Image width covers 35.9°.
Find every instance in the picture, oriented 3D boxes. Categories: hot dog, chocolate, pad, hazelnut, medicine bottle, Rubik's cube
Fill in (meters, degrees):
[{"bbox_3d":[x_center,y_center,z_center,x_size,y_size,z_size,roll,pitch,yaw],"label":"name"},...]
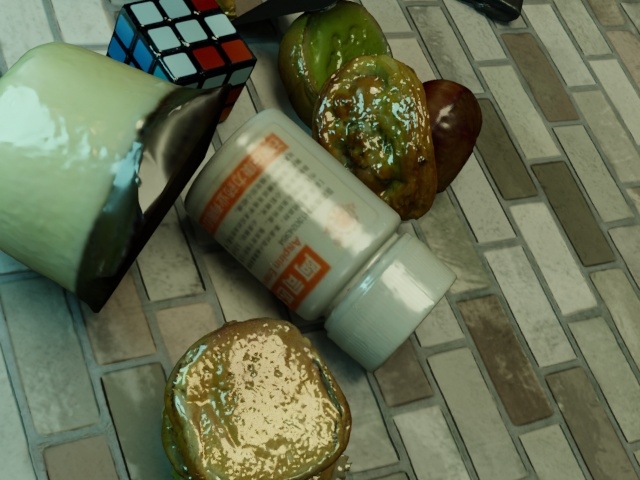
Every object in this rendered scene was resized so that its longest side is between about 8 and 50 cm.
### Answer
[{"bbox_3d":[0.089,-0.159,1.562,0.122,0.196,0.272,-25,110,-66],"label":"hot dog"},{"bbox_3d":[-0.322,-0.106,1.276,0.297,0.326,0.314,30,61,-11],"label":"chocolate"},{"bbox_3d":[-0.038,-0.404,1.679,0.159,0.265,0.009,-41,119,-37],"label":"pad"},{"bbox_3d":[0.180,-0.179,1.674,0.178,0.178,0.204,23,85,-11],"label":"hazelnut"},{"bbox_3d":[0.000,0.000,1.439,0.371,0.211,0.211,42,51,4],"label":"medicine bottle"},{"bbox_3d":[-0.223,-0.271,1.534,0.163,0.160,0.162,-22,72,-34],"label":"Rubik's cube"}]

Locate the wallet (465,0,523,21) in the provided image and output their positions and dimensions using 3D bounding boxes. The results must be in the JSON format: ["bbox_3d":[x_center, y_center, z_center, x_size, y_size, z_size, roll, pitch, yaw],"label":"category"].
[{"bbox_3d":[0.357,-0.647,2.125,0.228,0.062,0.406,27,53,-8],"label":"wallet"}]

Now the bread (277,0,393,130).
[{"bbox_3d":[0.031,-0.293,1.679,0.236,0.070,0.236,7,78,-39],"label":"bread"}]

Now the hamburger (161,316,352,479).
[{"bbox_3d":[-0.077,0.241,1.243,0.261,0.211,0.245,22,60,-5],"label":"hamburger"}]

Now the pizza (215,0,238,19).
[{"bbox_3d":[-0.252,-0.539,1.681,0.280,0.075,0.287,33,31,-54],"label":"pizza"}]
